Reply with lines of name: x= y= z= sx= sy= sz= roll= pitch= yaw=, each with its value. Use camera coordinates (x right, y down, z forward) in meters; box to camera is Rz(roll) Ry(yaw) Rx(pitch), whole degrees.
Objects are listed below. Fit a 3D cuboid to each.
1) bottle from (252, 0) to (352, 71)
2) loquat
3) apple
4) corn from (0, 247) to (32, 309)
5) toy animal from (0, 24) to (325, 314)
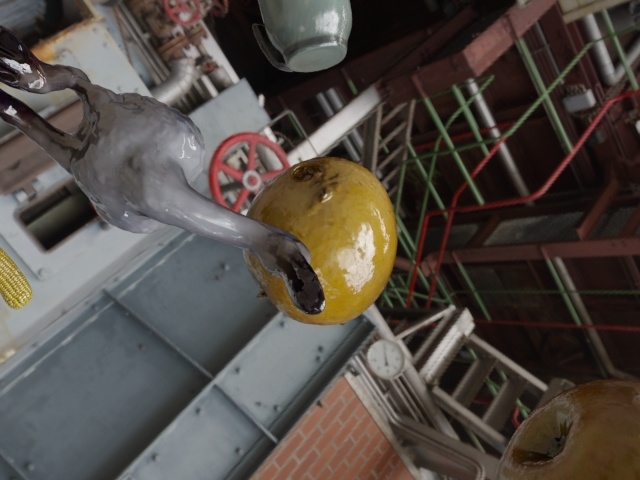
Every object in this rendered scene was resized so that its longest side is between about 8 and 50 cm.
bottle: x=-0.036 y=-0.278 z=0.538 sx=0.096 sy=0.253 sz=0.079 roll=-16 pitch=175 yaw=31
loquat: x=0.000 y=0.000 z=0.509 sx=0.141 sy=0.141 sz=0.141 roll=-29 pitch=-161 yaw=11
apple: x=0.466 y=0.410 z=0.951 sx=0.400 sy=0.334 sz=0.400 roll=-53 pitch=-165 yaw=20
corn: x=-0.394 y=0.043 z=0.749 sx=0.037 sy=0.092 sz=0.037 roll=-24 pitch=-158 yaw=11
toy animal: x=-0.126 y=-0.051 z=0.411 sx=0.090 sy=0.324 sz=0.195 roll=-58 pitch=175 yaw=12
